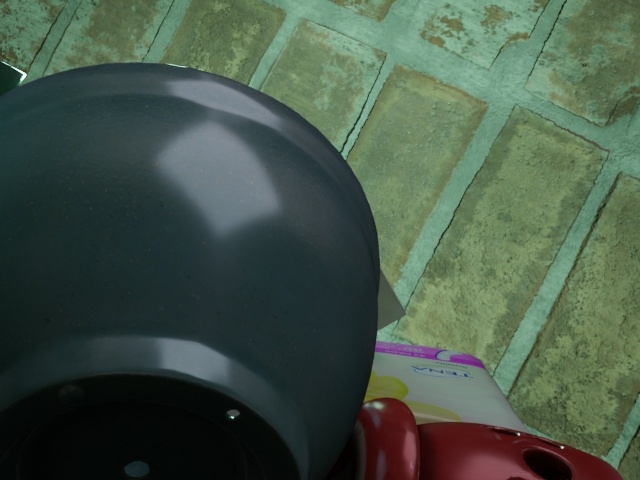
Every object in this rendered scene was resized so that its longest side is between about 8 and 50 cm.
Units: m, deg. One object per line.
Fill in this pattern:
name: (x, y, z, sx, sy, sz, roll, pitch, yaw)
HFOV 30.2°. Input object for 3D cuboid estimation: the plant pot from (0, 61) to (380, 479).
plant pot: (-0.101, 0.075, 0.659, 0.293, 0.293, 0.196, 28, 27, -22)

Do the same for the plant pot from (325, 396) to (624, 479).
plant pot: (0.076, 0.203, 0.740, 0.174, 0.191, 0.191, 19, 3, -13)

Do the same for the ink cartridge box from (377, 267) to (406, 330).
ink cartridge box: (0.000, 0.000, 1.062, 0.115, 0.067, 0.198, 60, -1, -24)

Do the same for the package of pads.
package of pads: (0.010, 0.147, 0.963, 0.296, 0.101, 0.229, 7, 10, -4)

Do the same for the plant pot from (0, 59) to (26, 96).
plant pot: (-0.522, -0.157, 1.352, 0.293, 0.235, 0.293, 27, 1, 0)
